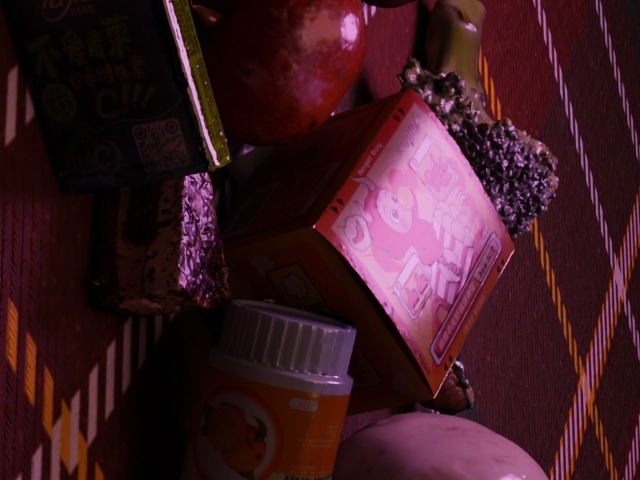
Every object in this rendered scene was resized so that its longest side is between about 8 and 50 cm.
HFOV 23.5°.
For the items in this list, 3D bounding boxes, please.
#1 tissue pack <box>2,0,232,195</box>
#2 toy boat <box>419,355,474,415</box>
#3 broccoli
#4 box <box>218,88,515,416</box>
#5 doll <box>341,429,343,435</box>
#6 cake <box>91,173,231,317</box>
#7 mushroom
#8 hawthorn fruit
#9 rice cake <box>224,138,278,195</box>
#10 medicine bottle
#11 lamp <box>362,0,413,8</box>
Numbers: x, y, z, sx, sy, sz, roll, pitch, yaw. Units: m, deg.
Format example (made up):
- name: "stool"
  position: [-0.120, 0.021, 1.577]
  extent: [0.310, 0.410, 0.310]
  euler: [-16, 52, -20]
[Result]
- name: "tissue pack"
  position: [-0.200, -0.169, 1.522]
  extent: [0.073, 0.173, 0.236]
  euler: [-49, 127, -63]
- name: "toy boat"
  position: [0.147, 0.117, 2.225]
  extent: [0.099, 0.108, 0.293]
  euler: [-16, 94, -31]
- name: "broccoli"
  position: [0.235, -0.167, 2.388]
  extent: [0.397, 0.274, 0.353]
  euler: [-90, 179, -59]
- name: "box"
  position: [0.049, 0.017, 1.805]
  extent: [0.259, 0.213, 0.283]
  euler: [54, 44, -20]
- name: "doll"
  position: [-0.035, 0.208, 1.876]
  extent: [0.245, 0.076, 0.142]
  euler: [39, 51, -49]
- name: "cake"
  position: [-0.161, -0.033, 1.643]
  extent: [0.135, 0.112, 0.246]
  euler: [39, 47, -58]
- name: "mushroom"
  position: [0.144, 0.396, 1.981]
  extent: [0.314, 0.314, 0.336]
  euler: [-24, 129, -62]
- name: "hawthorn fruit"
  position: [-0.084, -0.230, 1.717]
  extent: [0.271, 0.241, 0.242]
  euler: [0, 84, -60]
- name: "rice cake"
  position: [-0.065, -0.148, 1.925]
  extent: [0.080, 0.042, 0.222]
  euler: [56, 38, -35]
- name: "medicine bottle"
  position: [-0.063, 0.227, 1.624]
  extent: [0.158, 0.158, 0.318]
  euler: [8, 95, -62]
- name: "lamp"
  position: [0.107, -0.409, 2.213]
  extent: [0.156, 0.157, 0.135]
  euler: [-21, 84, -48]
